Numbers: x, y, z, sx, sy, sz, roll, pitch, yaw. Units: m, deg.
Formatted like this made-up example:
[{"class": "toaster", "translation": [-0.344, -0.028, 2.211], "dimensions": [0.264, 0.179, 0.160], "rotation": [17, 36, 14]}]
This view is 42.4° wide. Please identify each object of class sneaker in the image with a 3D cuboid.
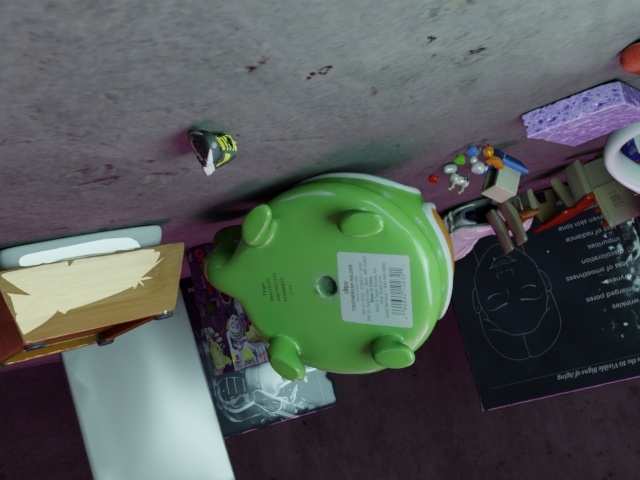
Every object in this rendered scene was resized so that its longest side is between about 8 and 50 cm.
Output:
[{"class": "sneaker", "translation": [-0.087, -0.078, 0.682], "dimensions": [0.035, 0.031, 0.083], "rotation": [-28, 180, -9]}, {"class": "sneaker", "translation": [0.310, -0.035, 1.796], "dimensions": [0.129, 0.111, 0.297], "rotation": [9, 151, -45]}]

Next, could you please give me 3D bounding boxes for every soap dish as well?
[{"class": "soap dish", "translation": [-0.328, 0.079, 1.057], "dimensions": [0.228, 0.118, 0.291], "rotation": [-11, 171, -36]}]

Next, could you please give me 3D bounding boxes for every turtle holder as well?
[{"class": "turtle holder", "translation": [0.016, 0.041, 1.031], "dimensions": [0.320, 0.243, 0.227], "rotation": [-30, -176, 31]}]

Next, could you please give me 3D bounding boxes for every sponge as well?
[{"class": "sponge", "translation": [0.338, -0.153, 1.022], "dimensions": [0.117, 0.031, 0.210], "rotation": [-19, 173, 31]}]

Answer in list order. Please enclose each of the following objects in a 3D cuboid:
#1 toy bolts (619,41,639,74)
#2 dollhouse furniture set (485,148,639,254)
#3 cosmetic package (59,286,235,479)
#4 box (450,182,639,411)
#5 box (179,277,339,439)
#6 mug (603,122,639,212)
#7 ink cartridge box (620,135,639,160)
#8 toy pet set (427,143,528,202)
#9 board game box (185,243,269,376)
[{"class": "toy bolts", "translation": [0.406, -0.131, 0.727], "dimensions": [0.158, 0.218, 0.228], "rotation": [-20, -167, -11]}, {"class": "dollhouse furniture set", "translation": [0.488, -0.063, 1.573], "dimensions": [0.262, 0.135, 0.259], "rotation": [-21, 170, -12]}, {"class": "cosmetic package", "translation": [-0.300, 0.244, 1.353], "dimensions": [0.217, 0.385, 0.156], "rotation": [-13, 173, -19]}, {"class": "box", "translation": [0.581, 0.122, 2.039], "dimensions": [0.479, 0.472, 0.297], "rotation": [-17, 174, 20]}, {"class": "box", "translation": [-0.161, 0.231, 1.789], "dimensions": [0.312, 0.343, 0.179], "rotation": [-15, 173, -12]}, {"class": "mug", "translation": [0.591, -0.094, 1.185], "dimensions": [0.374, 0.276, 0.328], "rotation": [21, 159, -10]}, {"class": "ink cartridge box", "translation": [0.604, -0.182, 1.360], "dimensions": [0.207, 0.046, 0.097], "rotation": [-16, 173, 3]}, {"class": "toy pet set", "translation": [0.228, -0.108, 1.139], "dimensions": [0.114, 0.065, 0.122], "rotation": [23, 158, -15]}, {"class": "board game box", "translation": [-0.101, 0.107, 1.450], "dimensions": [0.056, 0.208, 0.347], "rotation": [-21, 173, 24]}]
